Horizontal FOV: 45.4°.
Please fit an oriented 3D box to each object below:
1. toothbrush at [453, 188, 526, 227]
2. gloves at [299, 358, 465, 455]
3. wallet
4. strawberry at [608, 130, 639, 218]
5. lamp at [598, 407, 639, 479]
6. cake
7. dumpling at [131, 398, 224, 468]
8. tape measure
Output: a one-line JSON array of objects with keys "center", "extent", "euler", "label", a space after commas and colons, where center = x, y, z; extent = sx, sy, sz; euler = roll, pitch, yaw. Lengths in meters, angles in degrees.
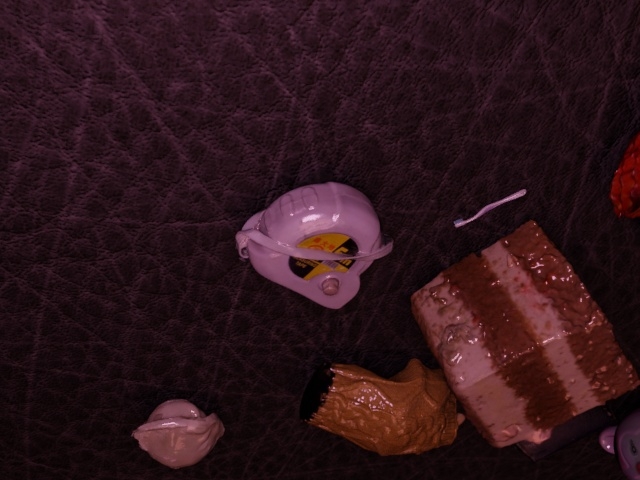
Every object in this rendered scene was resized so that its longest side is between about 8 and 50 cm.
[{"center": [0.284, -0.054, 1.277], "extent": [0.131, 0.013, 0.011], "euler": [-26, 142, 7], "label": "toothbrush"}, {"center": [0.131, 0.331, 1.483], "extent": [0.356, 0.155, 0.203], "euler": [9, 132, -26], "label": "gloves"}, {"center": [0.509, 0.379, 1.692], "extent": [0.221, 0.071, 0.262], "euler": [-31, 128, 20], "label": "wallet"}, {"center": [0.581, -0.167, 1.175], "extent": [0.265, 0.149, 0.336], "euler": [4, 145, -45], "label": "strawberry"}, {"center": [0.821, 0.507, 1.750], "extent": [0.247, 0.301, 0.247], "euler": [-29, 170, -41], "label": "lamp"}, {"center": [0.344, 0.170, 1.329], "extent": [0.290, 0.256, 0.282], "euler": [-31, 130, 8], "label": "cake"}, {"center": [-0.256, 0.358, 1.439], "extent": [0.136, 0.118, 0.199], "euler": [-32, 152, 16], "label": "dumpling"}, {"center": [0.000, 0.000, 1.177], "extent": [0.236, 0.120, 0.197], "euler": [27, 125, -38], "label": "tape measure"}]
